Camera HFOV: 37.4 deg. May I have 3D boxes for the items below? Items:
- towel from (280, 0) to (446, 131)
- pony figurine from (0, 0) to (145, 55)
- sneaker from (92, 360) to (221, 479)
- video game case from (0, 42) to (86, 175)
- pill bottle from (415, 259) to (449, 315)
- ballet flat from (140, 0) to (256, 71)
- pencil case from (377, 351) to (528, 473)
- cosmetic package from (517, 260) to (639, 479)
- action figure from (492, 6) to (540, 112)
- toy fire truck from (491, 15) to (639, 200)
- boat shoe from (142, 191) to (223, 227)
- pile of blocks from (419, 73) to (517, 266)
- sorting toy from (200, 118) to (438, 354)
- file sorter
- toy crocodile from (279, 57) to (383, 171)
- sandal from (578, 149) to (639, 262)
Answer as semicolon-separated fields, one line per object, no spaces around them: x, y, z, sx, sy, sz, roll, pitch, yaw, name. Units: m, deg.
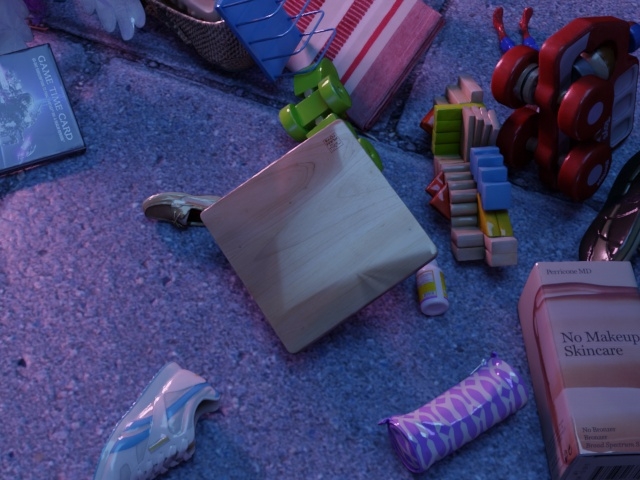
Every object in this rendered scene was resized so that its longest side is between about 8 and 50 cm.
0.037;-0.380;1.678;0.329;0.037;0.237;42;104;24;towel
-0.512;-0.486;1.631;0.302;0.351;0.363;-30;34;-10;pony figurine
-0.218;0.267;1.240;0.092;0.087;0.229;26;58;12;sneaker
-0.547;-0.199;1.545;0.274;0.026;0.196;-19;82;-18;video game case
0.168;0.069;1.435;0.043;0.043;0.083;-1;54;-5;pill bottle
-0.288;-0.487;1.721;0.482;0.182;0.164;36;63;20;ballet flat
0.188;0.233;1.290;0.206;0.086;0.088;-28;80;-22;pencil case
0.381;0.184;1.315;0.153;0.129;0.296;-2;54;-5;cosmetic package
0.379;-0.337;1.694;0.091;0.139;0.281;-3;57;-5;action figure
0.422;-0.231;1.521;0.254;0.302;0.169;-38;49;-23;toy fire truck
-0.213;-0.045;1.487;0.135;0.050;0.045;-2;49;-5;boat shoe
0.222;-0.119;1.511;0.112;0.149;0.362;-5;55;-7;pile of blocks
0.000;0.000;1.405;0.257;0.089;0.255;-34;73;-2;sorting toy
-0.069;-0.374;1.585;0.104;0.170;0.118;-2;50;41;file sorter
0.027;-0.158;1.553;0.115;0.105;0.341;-34;61;23;toy crocodile
0.505;-0.055;1.455;0.086;0.120;0.303;42;77;-19;sandal
